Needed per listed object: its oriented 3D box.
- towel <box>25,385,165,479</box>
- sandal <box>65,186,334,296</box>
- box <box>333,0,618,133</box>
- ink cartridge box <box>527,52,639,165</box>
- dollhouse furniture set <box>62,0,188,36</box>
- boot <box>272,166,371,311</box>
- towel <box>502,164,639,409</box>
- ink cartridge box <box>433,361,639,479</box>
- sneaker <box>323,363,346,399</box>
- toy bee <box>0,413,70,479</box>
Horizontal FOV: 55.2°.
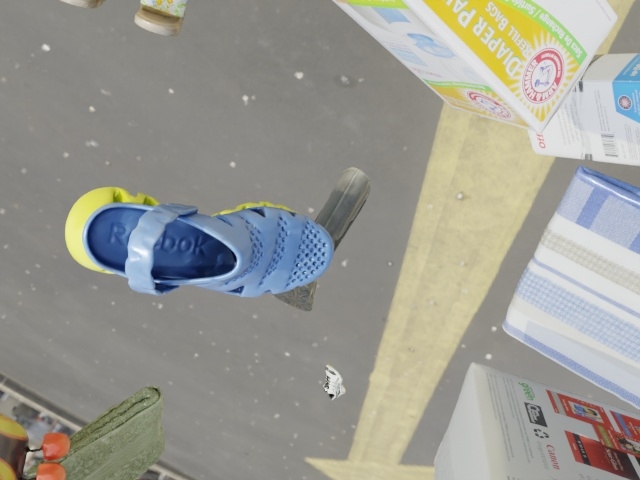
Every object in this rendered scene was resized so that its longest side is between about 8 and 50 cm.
[{"bbox_3d":[-0.211,0.216,0.596,0.027,0.148,0.110,27,128,27],"label":"towel"},{"bbox_3d":[-0.117,0.016,0.707,0.318,0.126,0.138,1,-168,-31],"label":"sandal"},{"bbox_3d":[0.098,-0.180,0.439,0.203,0.103,0.114,30,-175,-35],"label":"box"},{"bbox_3d":[0.424,-0.203,0.943,0.203,0.086,0.148,19,146,48],"label":"ink cartridge box"},{"bbox_3d":[-0.201,-0.305,0.502,0.242,0.161,0.212,15,118,-16],"label":"dollhouse furniture set"},{"bbox_3d":[0.002,0.001,0.984,0.076,0.208,0.189,25,158,-4],"label":"boot"},{"bbox_3d":[0.326,0.065,0.662,0.209,0.034,0.285,29,144,21],"label":"towel"},{"bbox_3d":[0.235,0.253,0.460,0.272,0.309,0.130,16,108,5],"label":"ink cartridge box"},{"bbox_3d":[0.021,0.262,1.122,0.032,0.037,0.083,35,152,49],"label":"sneaker"},{"bbox_3d":[-0.269,0.187,0.433,0.162,0.195,0.298,8,145,-18],"label":"toy bee"}]
